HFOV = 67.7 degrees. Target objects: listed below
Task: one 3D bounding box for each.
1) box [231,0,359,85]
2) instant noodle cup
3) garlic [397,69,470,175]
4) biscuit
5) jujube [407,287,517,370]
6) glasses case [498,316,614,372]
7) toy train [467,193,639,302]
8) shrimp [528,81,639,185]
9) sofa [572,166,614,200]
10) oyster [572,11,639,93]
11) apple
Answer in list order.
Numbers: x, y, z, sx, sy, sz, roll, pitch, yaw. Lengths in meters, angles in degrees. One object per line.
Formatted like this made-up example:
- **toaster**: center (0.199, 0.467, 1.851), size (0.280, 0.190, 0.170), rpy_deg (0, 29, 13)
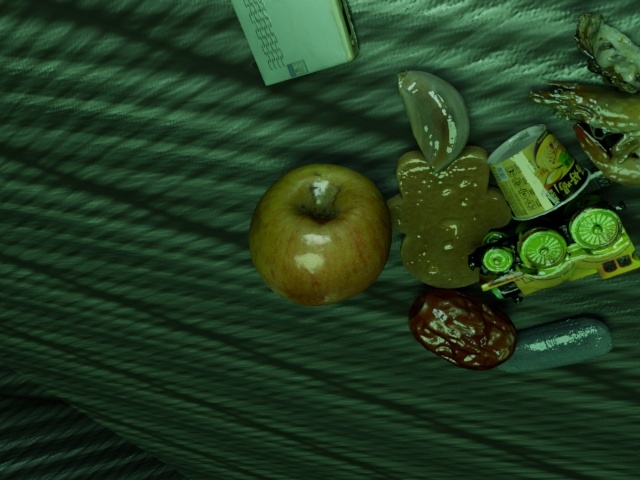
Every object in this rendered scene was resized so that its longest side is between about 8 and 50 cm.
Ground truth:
- **box**: center (-0.065, -0.423, 0.827), size (0.210, 0.045, 0.270), rpy_deg (-9, 125, 24)
- **instant noodle cup**: center (0.383, -0.126, 0.860), size (0.151, 0.151, 0.122), rpy_deg (-30, 107, 35)
- **garlic**: center (0.211, -0.225, 0.857), size (0.101, 0.087, 0.196), rpy_deg (-21, 101, 25)
- **biscuit**: center (0.271, -0.039, 1.025), size (0.274, 0.052, 0.355), rpy_deg (-5, 128, 20)
- **jujube**: center (0.334, 0.211, 1.133), size (0.250, 0.174, 0.174), rpy_deg (23, 132, -5)
- **glasses case**: center (0.557, 0.261, 1.166), size (0.282, 0.067, 0.109), rpy_deg (-24, 114, 35)
- **toy train**: center (0.443, 0.026, 0.925), size (0.296, 0.100, 0.161), rpy_deg (-25, 107, 28)
- **shrimp**: center (0.486, -0.181, 0.806), size (0.287, 0.063, 0.152), rpy_deg (17, 103, 11)
- **sofa**: center (0.497, -0.118, 0.880), size (0.117, 0.060, 0.039), rpy_deg (-27, 108, 34)
- **oyster**: center (0.448, -0.281, 0.740), size (0.177, 0.106, 0.056), rpy_deg (3, 159, -31)
- **apple**: center (0.000, 0.000, 0.995), size (0.298, 0.299, 0.275), rpy_deg (6, 139, 14)
